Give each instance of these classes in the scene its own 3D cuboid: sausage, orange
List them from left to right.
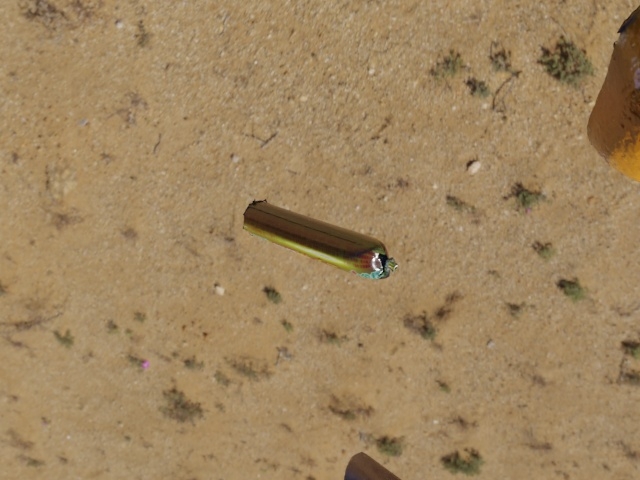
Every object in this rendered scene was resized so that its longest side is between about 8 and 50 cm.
[{"bbox_3d":[0.000,0.000,1.142,0.372,0.082,0.082,20,143,46],"label":"sausage"},{"bbox_3d":[0.502,-0.209,0.860,0.275,0.274,0.310,1,114,10],"label":"orange"}]

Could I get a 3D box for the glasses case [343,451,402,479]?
[{"bbox_3d":[0.093,0.352,0.764,0.194,0.070,0.102,33,129,17],"label":"glasses case"}]
